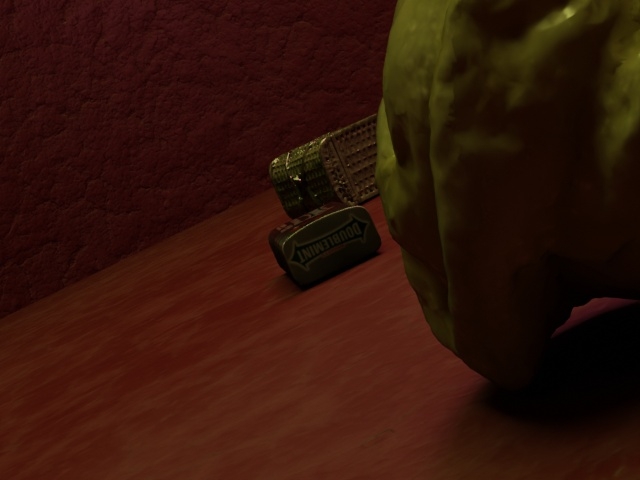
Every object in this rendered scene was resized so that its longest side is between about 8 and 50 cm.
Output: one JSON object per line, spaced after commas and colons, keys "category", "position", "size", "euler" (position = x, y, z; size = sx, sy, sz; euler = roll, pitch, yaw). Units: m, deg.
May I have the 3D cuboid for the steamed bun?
{"category": "steamed bun", "position": [0.206, -0.071, 0.617], "size": [0.372, 0.230, 0.325], "euler": [-28, -31, 3]}

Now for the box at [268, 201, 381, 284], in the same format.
{"category": "box", "position": [0.000, 0.000, 1.474], "size": [0.120, 0.069, 0.224], "euler": [-26, 5, -3]}

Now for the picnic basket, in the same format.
{"category": "picnic basket", "position": [0.020, -0.120, 2.035], "size": [0.154, 0.134, 0.196], "euler": [-25, 6, -29]}
